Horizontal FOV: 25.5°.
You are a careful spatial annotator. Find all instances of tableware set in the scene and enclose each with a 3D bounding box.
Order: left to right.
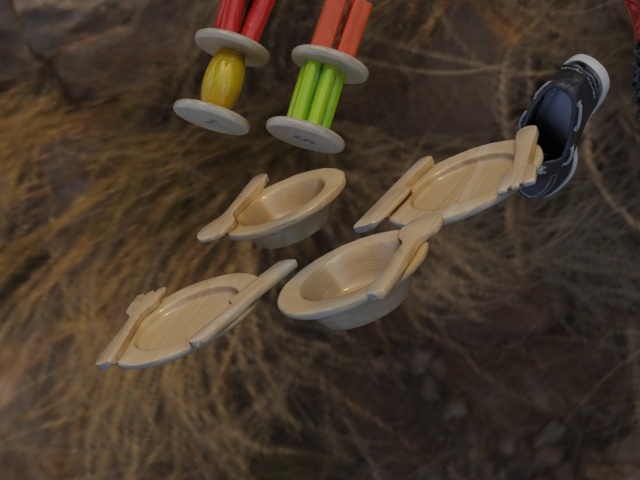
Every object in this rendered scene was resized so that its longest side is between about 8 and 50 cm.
[{"bbox_3d":[0.000,0.000,0.532,0.168,0.141,0.020,-11,114,34],"label":"tableware set"}]

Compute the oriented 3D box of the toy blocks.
[{"bbox_3d":[-0.021,-0.140,0.927,0.123,0.054,0.148,12,80,22],"label":"toy blocks"}]

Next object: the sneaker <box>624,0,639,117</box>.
[{"bbox_3d":[0.157,-0.099,0.561,0.057,0.075,0.161,12,133,57],"label":"sneaker"}]

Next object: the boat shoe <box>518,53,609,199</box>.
[{"bbox_3d":[0.147,-0.065,0.911,0.046,0.038,0.125,42,144,13],"label":"boat shoe"}]
